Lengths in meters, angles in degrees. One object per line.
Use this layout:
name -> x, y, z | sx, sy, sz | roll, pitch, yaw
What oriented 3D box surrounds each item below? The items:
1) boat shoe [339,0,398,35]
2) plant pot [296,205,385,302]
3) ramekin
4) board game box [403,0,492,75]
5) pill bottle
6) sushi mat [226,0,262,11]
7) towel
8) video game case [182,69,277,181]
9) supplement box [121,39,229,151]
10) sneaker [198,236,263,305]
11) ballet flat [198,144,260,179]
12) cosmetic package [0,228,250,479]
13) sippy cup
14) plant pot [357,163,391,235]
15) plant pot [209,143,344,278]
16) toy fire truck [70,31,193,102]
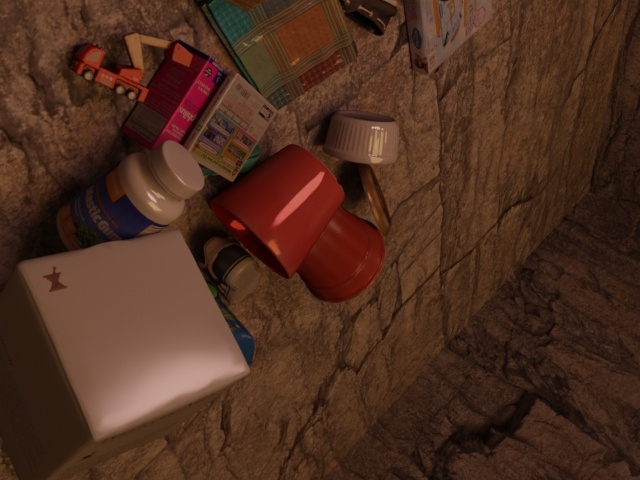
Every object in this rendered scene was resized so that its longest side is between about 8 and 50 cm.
boat shoe -> 0.079, -0.559, 1.588 | 0.335, 0.112, 0.095 | -8, 119, -54
plant pot -> 0.000, 0.000, 1.841 | 0.272, 0.272, 0.265 | -55, 139, -4
ramekin -> 0.115, -0.282, 1.792 | 0.207, 0.207, 0.109 | -14, 119, -47
board game box -> 0.367, -0.691, 1.893 | 0.318, 0.066, 0.319 | -43, 144, -20
pill bottle -> -0.362, -0.074, 1.283 | 0.272, 0.152, 0.152 | -33, 153, 20
sushi mat -> -0.217, -0.488, 1.160 | 0.316, 0.151, 0.019 | 14, 82, -38
towel -> -0.074, -0.462, 1.460 | 0.271, 0.040, 0.370 | -33, 146, 1
video game case -> -0.188, -0.234, 1.408 | 0.193, 0.023, 0.212 | -57, 159, 2
supplement box -> -0.284, -0.273, 1.355 | 0.220, 0.114, 0.111 | -56, 148, 2
sneaker -> -0.231, 0.070, 1.721 | 0.126, 0.127, 0.321 | -45, 170, -17
ballet flat -> -0.245, -0.175, 1.523 | 0.247, 0.083, 0.087 | -13, 147, -44
cosmetic package -> -0.417, 0.232, 1.277 | 0.329, 0.327, 0.393 | -15, 161, -45
sippy cup -> -0.293, 0.250, 1.682 | 0.240, 0.224, 0.305 | -52, 146, -8
plant pot -> 0.166, -0.129, 1.976 | 0.032, 0.236, 0.236 | -20, 147, 11
plant pot -> -0.090, -0.083, 1.615 | 0.243, 0.275, 0.275 | -46, 146, -12
toy fire truck -> -0.349, -0.334, 1.236 | 0.192, 0.047, 0.135 | 21, 100, -40
